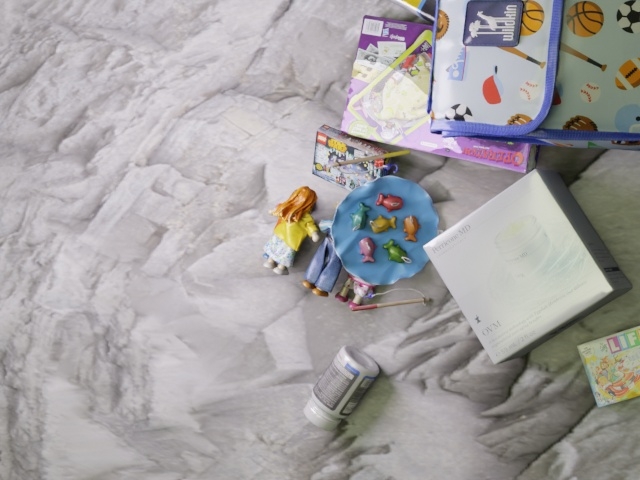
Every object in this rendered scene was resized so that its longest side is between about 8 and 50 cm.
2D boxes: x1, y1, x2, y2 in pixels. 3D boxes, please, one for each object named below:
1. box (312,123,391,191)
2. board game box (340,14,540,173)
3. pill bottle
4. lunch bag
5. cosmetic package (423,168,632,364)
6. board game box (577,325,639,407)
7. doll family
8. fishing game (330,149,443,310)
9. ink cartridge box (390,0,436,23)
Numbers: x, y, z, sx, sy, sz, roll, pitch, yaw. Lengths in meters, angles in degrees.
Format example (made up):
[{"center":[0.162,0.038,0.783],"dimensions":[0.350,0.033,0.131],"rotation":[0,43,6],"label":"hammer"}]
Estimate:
[{"center":[0.052,-0.131,2.107],"dimensions":[0.137,0.027,0.094],"rotation":[25,130,23],"label":"box"},{"center":[0.207,-0.243,2.030],"dimensions":[0.347,0.056,0.208],"rotation":[16,93,29],"label":"board game box"},{"center":[0.034,0.255,2.116],"dimensions":[0.078,0.078,0.137],"rotation":[40,106,20],"label":"pill bottle"},{"center":[0.356,-0.297,1.803],"dimensions":[0.385,0.239,0.328],"rotation":[5,91,0],"label":"lunch bag"},{"center":[0.324,0.040,1.943],"dimensions":[0.224,0.138,0.224],"rotation":[-36,75,21],"label":"cosmetic package"},{"center":[0.490,0.189,1.925],"dimensions":[0.154,0.026,0.103],"rotation":[-22,81,24],"label":"board game box"},{"center":[0.000,0.000,2.105],"dimensions":[0.263,0.118,0.163],"rotation":[29,102,23],"label":"doll family"},{"center":[0.112,-0.014,2.043],"dimensions":[0.189,0.041,0.264],"rotation":[-6,98,-11],"label":"fishing game"},{"center":[0.212,-0.508,1.991],"dimensions":[0.303,0.072,0.307],"rotation":[33,99,26],"label":"ink cartridge box"}]
